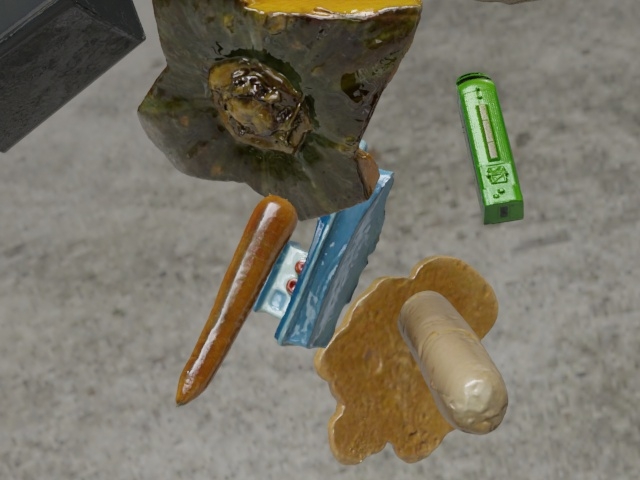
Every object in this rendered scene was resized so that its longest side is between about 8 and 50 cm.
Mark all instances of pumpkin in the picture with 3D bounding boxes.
[{"bbox_3d":[-0.051,-0.134,1.310,0.258,0.290,0.095,28,50,16],"label":"pumpkin"}]

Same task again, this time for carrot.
[{"bbox_3d":[-0.067,0.049,1.183,0.037,0.037,0.190,12,70,35],"label":"carrot"}]

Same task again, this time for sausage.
[{"bbox_3d":[0.112,0.101,1.318,0.066,0.065,0.301,-18,12,-3],"label":"sausage"}]

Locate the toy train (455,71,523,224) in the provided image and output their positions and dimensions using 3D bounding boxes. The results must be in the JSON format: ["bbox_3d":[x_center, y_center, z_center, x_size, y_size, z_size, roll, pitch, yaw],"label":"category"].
[{"bbox_3d":[0.179,-0.114,1.611,0.044,0.042,0.209,-8,55,0],"label":"toy train"}]

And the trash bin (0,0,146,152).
[{"bbox_3d":[-0.331,-0.218,1.653,0.225,0.165,0.115,-32,62,19],"label":"trash bin"}]

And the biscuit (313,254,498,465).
[{"bbox_3d":[0.134,0.192,2.316,0.376,0.269,0.051,-51,16,-17],"label":"biscuit"}]

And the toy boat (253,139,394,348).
[{"bbox_3d":[0.000,0.000,1.626,0.098,0.237,0.109,26,6,19],"label":"toy boat"}]

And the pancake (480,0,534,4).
[{"bbox_3d":[0.049,-0.156,0.783,0.199,0.021,0.199,12,0,0],"label":"pancake"}]
